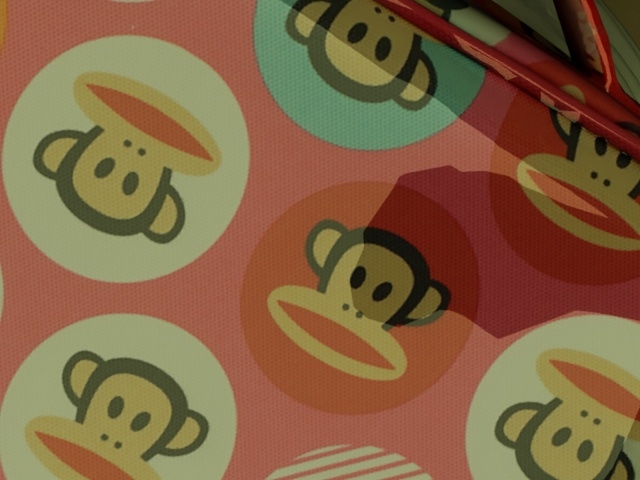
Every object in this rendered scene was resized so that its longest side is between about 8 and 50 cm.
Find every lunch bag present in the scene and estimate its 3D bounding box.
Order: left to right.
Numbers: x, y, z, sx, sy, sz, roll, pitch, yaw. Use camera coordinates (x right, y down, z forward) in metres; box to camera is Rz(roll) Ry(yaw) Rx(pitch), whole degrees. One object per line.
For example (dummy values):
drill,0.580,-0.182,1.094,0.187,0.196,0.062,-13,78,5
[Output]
lunch bag,-0.030,-0.003,0.463,0.293,0.120,0.258,33,102,-10

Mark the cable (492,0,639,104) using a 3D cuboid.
cable,0.000,0.000,0.575,0.257,0.089,0.257,-7,107,0
